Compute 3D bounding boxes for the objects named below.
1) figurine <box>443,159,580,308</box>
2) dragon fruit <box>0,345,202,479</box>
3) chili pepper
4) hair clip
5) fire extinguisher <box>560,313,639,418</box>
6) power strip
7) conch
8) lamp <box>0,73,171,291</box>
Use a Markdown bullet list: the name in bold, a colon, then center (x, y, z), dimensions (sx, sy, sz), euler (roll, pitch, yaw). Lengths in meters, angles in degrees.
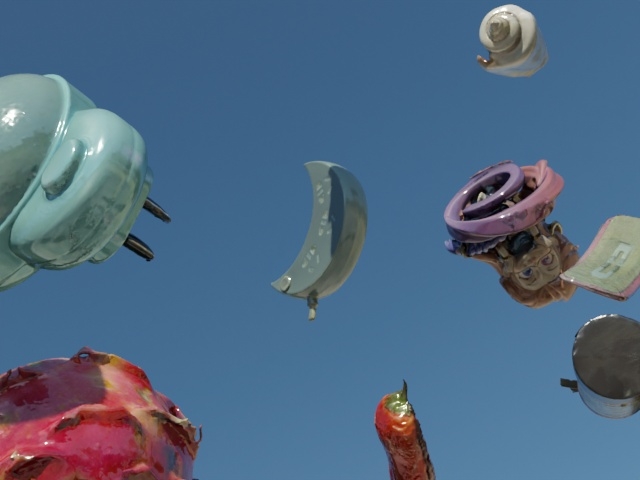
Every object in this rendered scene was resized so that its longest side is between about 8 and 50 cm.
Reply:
- **figurine**: center (0.189, -0.008, 0.968), dimensions (0.126, 0.114, 0.157), euler (-41, -50, 3)
- **dragon fruit**: center (-0.297, 0.324, 1.240), dimensions (0.386, 0.249, 0.371), euler (-34, -77, -26)
- **chili pepper**: center (0.062, 0.164, 0.671), dimensions (0.027, 0.045, 0.178), euler (-20, -59, -7)
- **hair clip**: center (0.234, 0.016, 0.809), dimensions (0.137, 0.054, 0.022), euler (-37, -39, -50)
- **fire extinguisher**: center (0.181, 0.085, 0.636), dimensions (0.062, 0.050, 0.177), euler (3, -14, 15)
- **power strip**: center (0.000, 0.000, 1.589), dimensions (0.054, 0.167, 0.253), euler (17, -96, -34)
- **conch**: center (0.312, -0.315, 1.639), dimensions (0.176, 0.094, 0.105), euler (16, -93, -67)
- **lamp**: center (-0.263, -0.051, 0.898), dimensions (0.147, 0.284, 0.209), euler (47, -118, -55)
